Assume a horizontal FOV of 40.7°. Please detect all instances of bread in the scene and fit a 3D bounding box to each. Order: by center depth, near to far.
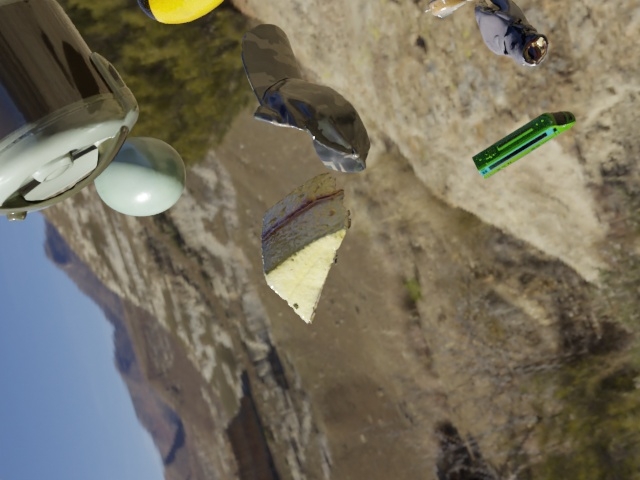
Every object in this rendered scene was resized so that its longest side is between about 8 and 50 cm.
[{"bbox_3d":[0.000,0.000,1.520,0.135,0.178,0.240,48,-164,-27],"label":"bread"}]

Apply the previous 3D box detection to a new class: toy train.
[{"bbox_3d":[0.399,-0.199,1.696,0.042,0.209,0.044,37,-153,-47],"label":"toy train"}]

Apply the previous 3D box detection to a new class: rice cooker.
[{"bbox_3d":[-0.499,-0.217,1.450,0.325,0.335,0.335,56,168,0],"label":"rice cooker"}]

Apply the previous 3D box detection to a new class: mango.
[{"bbox_3d":[-0.198,-0.443,1.410,0.317,0.176,0.119,-2,142,44],"label":"mango"}]

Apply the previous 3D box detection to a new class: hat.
[{"bbox_3d":[-0.022,-0.359,2.092,0.366,0.257,0.382,22,-117,-63],"label":"hat"}]

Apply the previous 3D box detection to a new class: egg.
[{"bbox_3d":[-0.458,-0.163,2.190,0.282,0.203,0.203,3,113,48],"label":"egg"}]

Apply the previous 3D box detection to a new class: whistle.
[{"bbox_3d":[0.396,-0.678,2.404,0.107,0.220,0.057,-61,-52,-77],"label":"whistle"}]

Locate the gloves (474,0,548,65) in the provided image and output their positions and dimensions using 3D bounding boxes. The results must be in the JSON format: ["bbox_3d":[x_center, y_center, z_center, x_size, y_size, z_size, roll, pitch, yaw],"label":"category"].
[{"bbox_3d":[0.429,-0.497,1.989,0.285,0.119,0.142,-106,7,-53],"label":"gloves"}]
